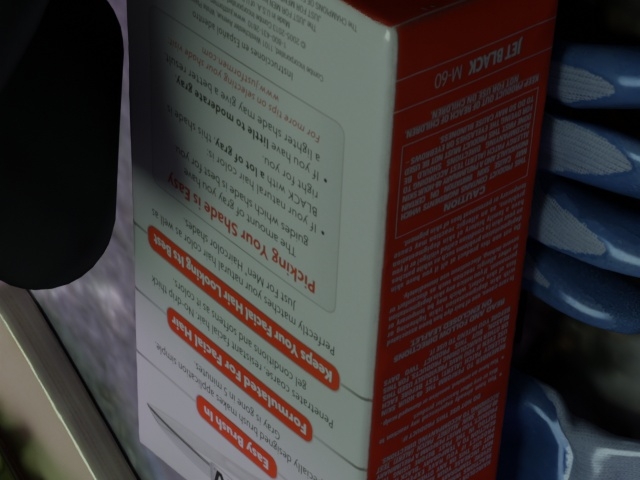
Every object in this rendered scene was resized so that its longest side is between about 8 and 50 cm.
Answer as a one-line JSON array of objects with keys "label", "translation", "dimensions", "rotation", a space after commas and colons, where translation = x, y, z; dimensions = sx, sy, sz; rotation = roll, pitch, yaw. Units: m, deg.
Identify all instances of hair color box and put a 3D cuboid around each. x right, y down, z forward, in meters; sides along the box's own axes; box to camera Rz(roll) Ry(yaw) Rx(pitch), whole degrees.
[{"label": "hair color box", "translation": [0.000, 0.000, 0.395], "dimensions": [0.093, 0.053, 0.167], "rotation": [35, 135, 37]}]

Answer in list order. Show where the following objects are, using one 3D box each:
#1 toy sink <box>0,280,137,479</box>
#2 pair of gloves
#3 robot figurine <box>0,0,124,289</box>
[{"label": "toy sink", "translation": [-0.182, 0.138, 0.694], "dimensions": [0.153, 0.131, 0.234], "rotation": [59, 145, 4]}, {"label": "pair of gloves", "translation": [0.040, 0.013, 0.416], "dimensions": [0.159, 0.023, 0.198], "rotation": [23, 129, 45]}, {"label": "robot figurine", "translation": [-0.164, -0.082, 0.337], "dimensions": [0.278, 0.209, 0.173], "rotation": [40, 170, -34]}]
